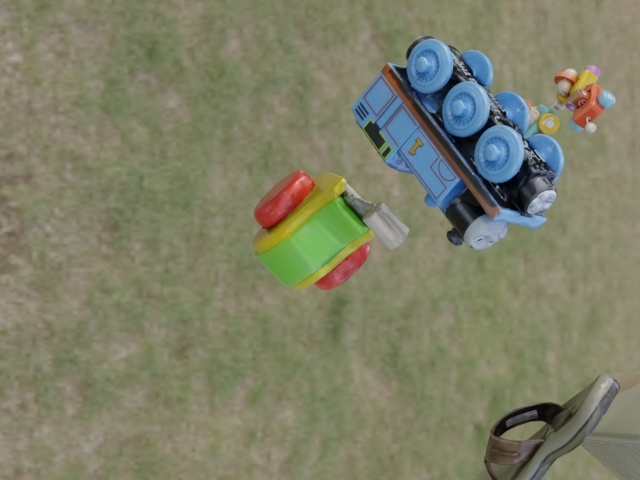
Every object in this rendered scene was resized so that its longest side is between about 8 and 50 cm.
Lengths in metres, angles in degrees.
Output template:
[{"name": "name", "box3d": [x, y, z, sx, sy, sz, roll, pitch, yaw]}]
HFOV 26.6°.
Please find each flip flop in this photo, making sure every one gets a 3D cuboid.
[{"name": "flip flop", "box3d": [0.254, 0.239, 1.643, 0.080, 0.277, 0.112, 37, 42, -1]}]

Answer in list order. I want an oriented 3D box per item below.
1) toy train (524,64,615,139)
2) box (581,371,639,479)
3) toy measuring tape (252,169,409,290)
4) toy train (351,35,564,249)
[{"name": "toy train", "box3d": [0.268, -0.146, 1.548, 0.046, 0.166, 0.125, 36, 46, -15]}, {"name": "box", "box3d": [0.471, 0.268, 1.861, 0.148, 0.311, 0.121, 42, 80, -2]}, {"name": "toy measuring tape", "box3d": [0.000, 0.000, 1.257, 0.330, 0.121, 0.121, -142, -133, -79]}, {"name": "toy train", "box3d": [0.107, -0.074, 1.035, 0.080, 0.105, 0.184, 5, 43, -47]}]
